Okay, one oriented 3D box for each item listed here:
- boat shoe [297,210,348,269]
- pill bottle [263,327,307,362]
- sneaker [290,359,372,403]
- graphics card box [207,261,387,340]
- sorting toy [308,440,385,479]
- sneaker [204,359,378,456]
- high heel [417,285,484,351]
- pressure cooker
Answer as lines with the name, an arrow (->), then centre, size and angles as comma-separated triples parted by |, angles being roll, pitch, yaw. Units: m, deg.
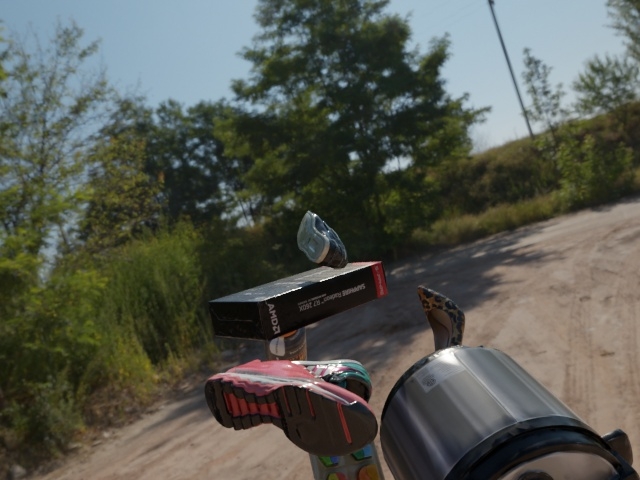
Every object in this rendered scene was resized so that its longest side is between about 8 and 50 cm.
boat shoe -> 0.000, 0.000, 1.266 | 0.079, 0.084, 0.233 | 20, 17, -23
pill bottle -> -0.107, 0.314, 1.651 | 0.130, 0.130, 0.245 | -18, -43, -17
sneaker -> 0.000, 0.376, 1.332 | 0.296, 0.123, 0.178 | -6, 8, -16
graphics card box -> -0.049, 0.137, 1.289 | 0.371, 0.094, 0.233 | -14, 4, -40
sorting toy -> 0.073, 0.602, 1.445 | 0.193, 0.208, 0.038 | -3, -29, -21
sneaker -> -0.038, 0.240, 0.871 | 0.314, 0.115, 0.136 | 2, 20, 34
high heel -> 0.300, 0.246, 1.411 | 0.186, 0.261, 0.093 | -26, -20, -36
pressure cooker -> 0.329, 0.438, 1.004 | 0.376, 0.369, 0.420 | 20, 11, -20
